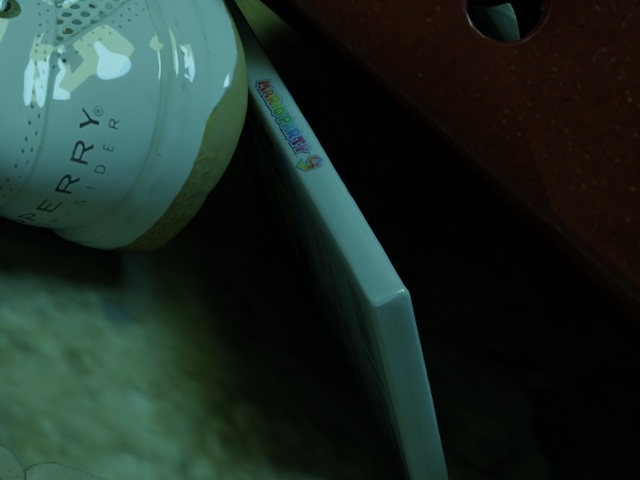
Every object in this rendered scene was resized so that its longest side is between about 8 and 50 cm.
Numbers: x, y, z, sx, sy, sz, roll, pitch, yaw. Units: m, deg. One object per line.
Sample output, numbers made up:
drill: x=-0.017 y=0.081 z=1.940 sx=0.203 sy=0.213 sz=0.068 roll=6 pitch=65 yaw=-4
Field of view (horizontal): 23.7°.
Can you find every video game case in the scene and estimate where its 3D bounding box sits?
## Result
video game case: x=0.000 y=0.000 z=0.405 sx=0.011 sy=0.087 sz=0.122 roll=-24 pitch=49 yaw=-7

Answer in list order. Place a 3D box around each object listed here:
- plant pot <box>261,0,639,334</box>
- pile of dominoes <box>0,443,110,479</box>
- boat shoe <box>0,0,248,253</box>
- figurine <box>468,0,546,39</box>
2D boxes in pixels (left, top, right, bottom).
plant pot: x=0.120 y=-0.101 z=0.445 sx=0.267 sy=0.267 sz=0.236 roll=43 pitch=17 yaw=14
pile of dominoes: x=-0.099 y=0.069 z=0.211 sx=0.251 sy=0.040 sz=0.196 roll=22 pitch=29 yaw=-24
boat shoe: x=-0.114 y=-0.115 z=0.427 sx=0.096 sy=0.098 sz=0.277 roll=9 pitch=38 yaw=-43
figurine: x=0.162 y=-0.112 z=0.764 sx=0.215 sy=0.092 sz=0.209 roll=3 pitch=37 yaw=-48
